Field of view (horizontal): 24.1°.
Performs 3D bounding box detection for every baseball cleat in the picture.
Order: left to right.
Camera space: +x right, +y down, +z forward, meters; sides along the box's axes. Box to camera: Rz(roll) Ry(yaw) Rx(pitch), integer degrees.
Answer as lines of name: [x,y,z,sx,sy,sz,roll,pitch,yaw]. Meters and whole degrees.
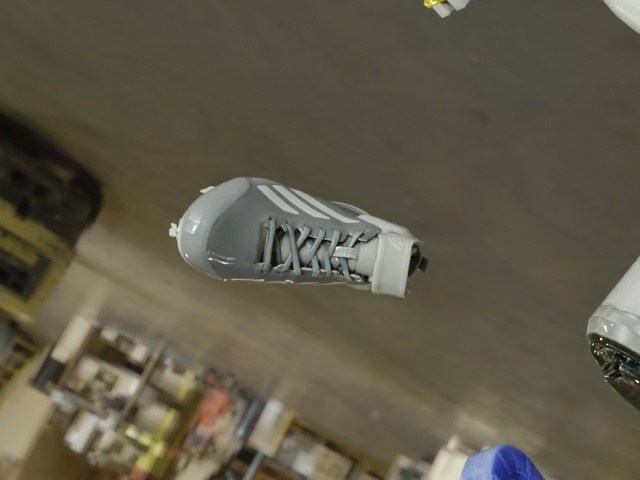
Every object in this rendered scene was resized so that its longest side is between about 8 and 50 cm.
baseball cleat: [0.000,0.000,1.014,0.109,0.072,0.206,16,-169,37]

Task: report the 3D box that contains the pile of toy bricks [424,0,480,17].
pile of toy bricks: [0.183,-0.347,1.706,0.105,0.118,0.212,45,153,-16]

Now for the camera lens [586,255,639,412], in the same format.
camera lens: [0.439,0.074,1.612,0.219,0.274,0.219,39,172,6]

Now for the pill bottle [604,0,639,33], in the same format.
pill bottle: [0.318,-0.139,0.736,0.361,0.204,0.204,17,175,-34]

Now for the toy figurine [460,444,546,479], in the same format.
toy figurine: [0.027,0.159,0.364,0.191,0.217,0.362,-16,161,35]
